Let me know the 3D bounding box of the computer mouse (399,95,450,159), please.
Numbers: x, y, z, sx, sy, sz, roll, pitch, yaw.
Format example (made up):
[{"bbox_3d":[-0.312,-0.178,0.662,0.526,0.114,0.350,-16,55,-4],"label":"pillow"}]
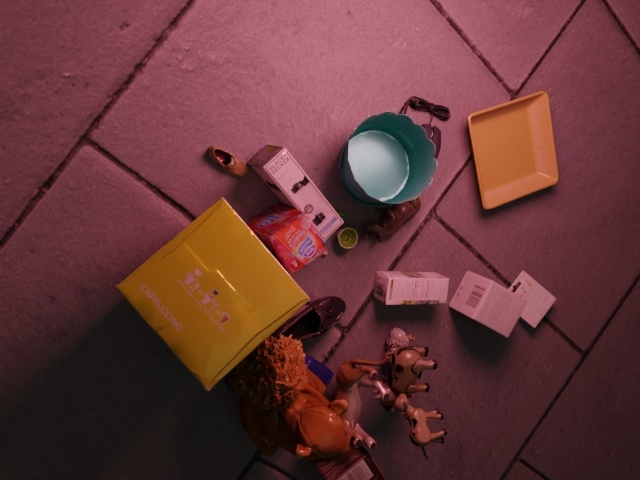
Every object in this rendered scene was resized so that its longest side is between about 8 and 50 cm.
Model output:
[{"bbox_3d":[0.322,-0.333,1.890,0.184,0.060,0.262,19,93,-25],"label":"computer mouse"}]

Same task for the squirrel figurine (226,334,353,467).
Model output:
[{"bbox_3d":[-0.089,0.460,1.636,0.281,0.370,0.397,-39,110,-17],"label":"squirrel figurine"}]

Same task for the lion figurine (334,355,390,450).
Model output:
[{"bbox_3d":[0.086,0.521,1.884,0.142,0.240,0.392,20,89,-40],"label":"lion figurine"}]

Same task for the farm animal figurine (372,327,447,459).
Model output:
[{"bbox_3d":[0.269,0.482,1.891,0.172,0.330,0.327,1,101,-18],"label":"farm animal figurine"}]

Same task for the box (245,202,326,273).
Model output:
[{"bbox_3d":[-0.105,-0.012,1.675,0.122,0.257,0.128,-33,111,-14],"label":"box"}]

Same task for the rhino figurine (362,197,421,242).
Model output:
[{"bbox_3d":[0.228,-0.077,1.899,0.243,0.073,0.106,-41,110,-8],"label":"rhino figurine"}]

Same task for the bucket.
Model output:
[{"bbox_3d":[0.189,-0.234,1.759,0.281,0.183,0.281,0,88,-12],"label":"bucket"}]

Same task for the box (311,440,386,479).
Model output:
[{"bbox_3d":[0.090,0.762,1.942,0.168,0.203,0.167,-35,112,-12],"label":"box"}]

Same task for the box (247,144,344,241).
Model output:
[{"bbox_3d":[-0.074,-0.141,1.710,0.087,0.169,0.290,-44,112,-9],"label":"box"}]

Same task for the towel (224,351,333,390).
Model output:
[{"bbox_3d":[-0.132,0.435,1.863,0.308,0.076,0.228,41,77,-23],"label":"towel"}]

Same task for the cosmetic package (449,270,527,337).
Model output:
[{"bbox_3d":[0.589,0.223,2.062,0.183,0.151,0.151,29,90,-24],"label":"cosmetic package"}]

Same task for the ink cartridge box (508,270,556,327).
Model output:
[{"bbox_3d":[0.780,0.222,2.212,0.179,0.045,0.145,39,85,-6],"label":"ink cartridge box"}]

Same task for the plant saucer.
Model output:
[{"bbox_3d":[0.648,-0.312,2.016,0.332,0.081,0.333,-20,108,-18],"label":"plant saucer"}]

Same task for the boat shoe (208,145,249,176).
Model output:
[{"bbox_3d":[-0.262,-0.224,1.683,0.135,0.045,0.050,30,89,-24],"label":"boat shoe"}]

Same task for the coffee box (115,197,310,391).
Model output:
[{"bbox_3d":[-0.276,0.138,1.547,0.338,0.334,0.337,-41,92,-10],"label":"coffee box"}]

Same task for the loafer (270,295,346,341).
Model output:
[{"bbox_3d":[-0.031,0.259,1.818,0.302,0.095,0.109,-23,95,-30],"label":"loafer"}]

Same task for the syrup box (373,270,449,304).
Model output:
[{"bbox_3d":[0.305,0.159,1.966,0.237,0.093,0.096,1,101,-22],"label":"syrup box"}]

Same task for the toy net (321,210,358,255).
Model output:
[{"bbox_3d":[0.000,0.000,1.836,0.232,0.045,0.122,-26,110,-15],"label":"toy net"}]
